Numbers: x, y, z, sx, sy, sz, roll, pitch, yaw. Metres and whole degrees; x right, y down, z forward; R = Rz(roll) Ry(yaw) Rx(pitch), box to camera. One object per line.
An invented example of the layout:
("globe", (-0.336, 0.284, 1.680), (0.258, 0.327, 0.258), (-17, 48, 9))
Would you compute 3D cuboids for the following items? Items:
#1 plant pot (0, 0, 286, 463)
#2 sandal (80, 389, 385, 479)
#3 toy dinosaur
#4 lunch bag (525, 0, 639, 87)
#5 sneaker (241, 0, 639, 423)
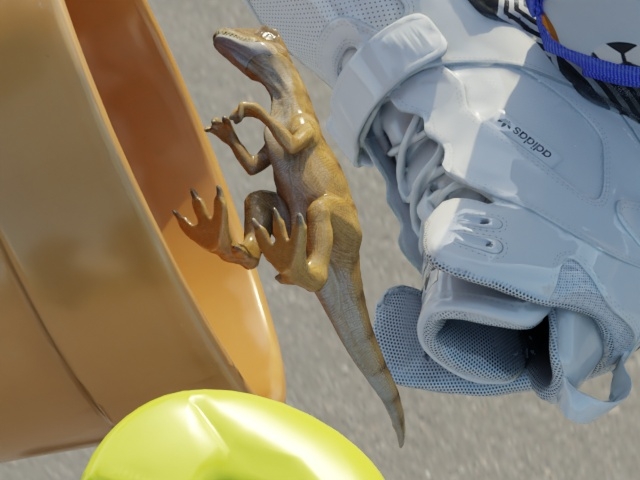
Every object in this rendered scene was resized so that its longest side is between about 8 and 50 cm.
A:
("plant pot", (-0.163, -0.016, 0.904), (0.203, 0.291, 0.291), (-22, 57, 4))
("sandal", (-0.055, 0.199, 0.560), (0.126, 0.138, 0.317), (20, 46, 6))
("toy dinosaur", (0.000, 0.000, 0.874), (0.064, 0.112, 0.212), (-17, 90, 34))
("lunch bag", (0.284, -0.248, 0.989), (0.385, 0.328, 0.239), (-15, 53, -4))
("sneaker", (0.063, -0.051, 1.119), (0.366, 0.137, 0.210), (34, 52, 8))
